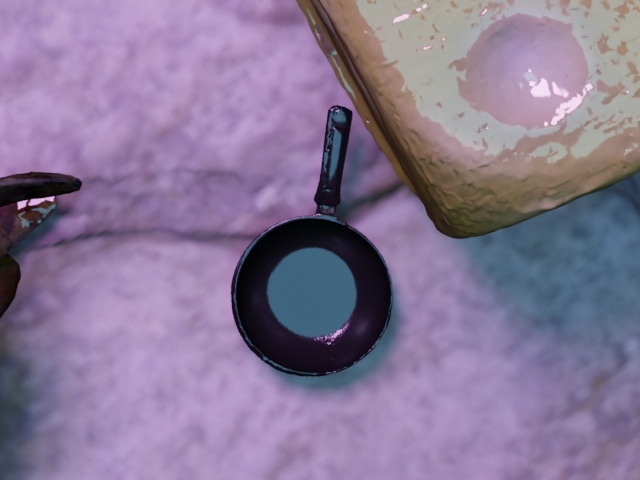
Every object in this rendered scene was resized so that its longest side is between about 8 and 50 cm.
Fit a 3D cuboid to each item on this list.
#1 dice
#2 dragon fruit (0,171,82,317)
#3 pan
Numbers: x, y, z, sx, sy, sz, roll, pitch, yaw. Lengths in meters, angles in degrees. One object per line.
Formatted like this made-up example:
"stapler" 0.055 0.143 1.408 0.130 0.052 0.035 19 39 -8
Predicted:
"dice" 0.081 -0.109 0.635 0.169 0.169 0.166 -29 97 0
"dragon fruit" -0.213 0.043 0.632 0.274 0.193 0.192 -28 69 -1
"pan" 0.000 0.000 0.711 0.068 0.023 0.115 9 97 -3
